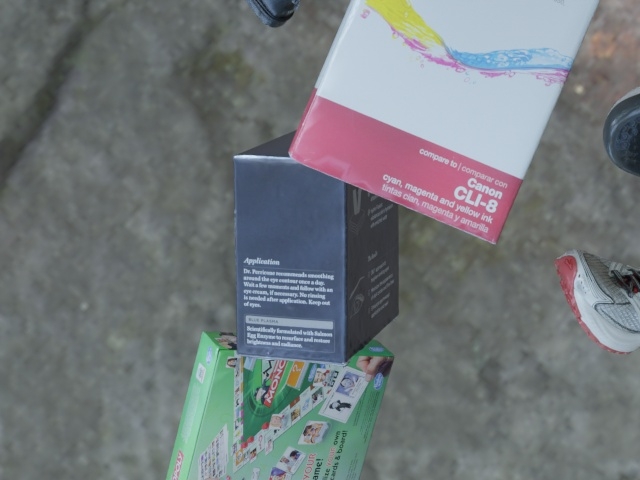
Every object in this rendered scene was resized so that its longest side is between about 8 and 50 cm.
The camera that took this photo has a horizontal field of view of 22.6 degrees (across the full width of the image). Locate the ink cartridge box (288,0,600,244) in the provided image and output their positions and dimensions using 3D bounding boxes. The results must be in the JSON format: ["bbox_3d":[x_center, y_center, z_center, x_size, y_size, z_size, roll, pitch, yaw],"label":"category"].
[{"bbox_3d":[0.074,-0.106,0.911,0.127,0.176,0.128,23,-174,1],"label":"ink cartridge box"}]

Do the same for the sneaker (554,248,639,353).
[{"bbox_3d":[0.289,0.046,1.367,0.225,0.088,0.093,18,131,-35],"label":"sneaker"}]

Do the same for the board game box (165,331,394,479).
[{"bbox_3d":[-0.059,0.252,1.703,0.046,0.213,0.317,41,120,55],"label":"board game box"}]

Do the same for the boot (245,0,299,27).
[{"bbox_3d":[-0.041,-0.237,1.284,0.121,0.045,0.099,50,143,1],"label":"boot"}]

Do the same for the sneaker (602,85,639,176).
[{"bbox_3d":[0.318,-0.135,1.237,0.090,0.270,0.145,90,162,-45],"label":"sneaker"}]

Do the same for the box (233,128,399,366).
[{"bbox_3d":[0.000,0.000,1.255,0.093,0.156,0.158,4,102,17],"label":"box"}]
